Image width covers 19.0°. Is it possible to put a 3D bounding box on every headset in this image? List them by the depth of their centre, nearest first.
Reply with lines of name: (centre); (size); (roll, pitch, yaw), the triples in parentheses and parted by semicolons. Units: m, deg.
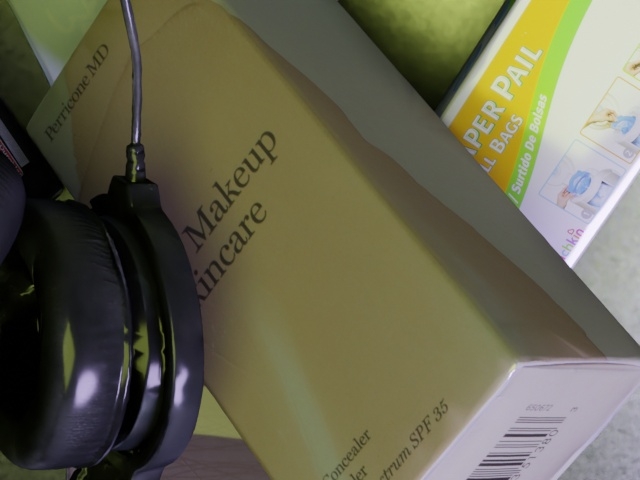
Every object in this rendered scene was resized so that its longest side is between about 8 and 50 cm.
headset: (-0.162, 0.006, 0.866); (0.243, 0.185, 0.394); (30, 89, -34)

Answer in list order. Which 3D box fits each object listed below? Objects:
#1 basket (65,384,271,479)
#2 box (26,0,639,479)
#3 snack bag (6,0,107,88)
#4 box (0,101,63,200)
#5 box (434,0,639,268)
basket: (-0.018, 0.102, 1.083); (0.227, 0.154, 0.204); (7, 119, 2)
box: (0.000, 0.000, 0.944); (0.311, 0.121, 0.148); (50, 117, 30)
snack bag: (-0.069, -0.260, 1.018); (0.342, 0.037, 0.323); (-24, 109, 16)
box: (-0.289, -0.103, 1.002); (0.079, 0.257, 0.322); (-31, 100, 16)
box: (0.119, -0.062, 1.028); (0.103, 0.114, 0.203); (32, 110, -2)
